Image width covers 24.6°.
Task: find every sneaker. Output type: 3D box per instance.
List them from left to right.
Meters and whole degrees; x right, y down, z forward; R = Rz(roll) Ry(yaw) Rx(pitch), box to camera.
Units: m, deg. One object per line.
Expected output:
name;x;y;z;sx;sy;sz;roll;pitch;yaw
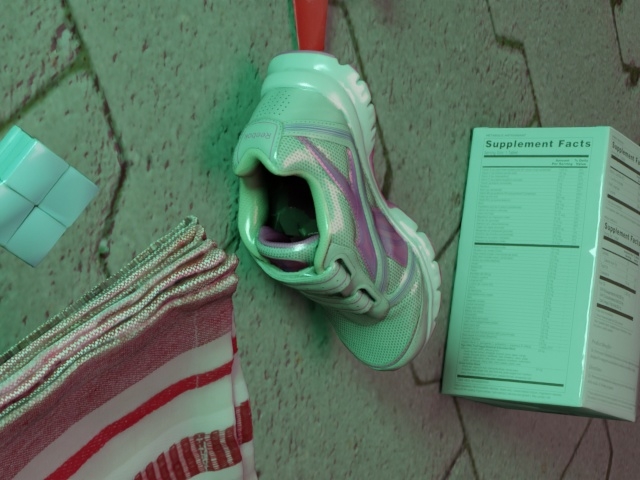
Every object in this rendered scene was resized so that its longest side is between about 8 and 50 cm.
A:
sneaker;0.000;0.000;1.021;0.111;0.103;0.252;-50;126;-39

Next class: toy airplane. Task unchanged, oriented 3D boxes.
toy airplane;0.009;-0.209;1.075;0.151;0.028;0.151;-3;93;-58

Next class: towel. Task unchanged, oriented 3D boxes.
towel;-0.120;0.166;0.724;0.237;0.037;0.329;-39;147;-27

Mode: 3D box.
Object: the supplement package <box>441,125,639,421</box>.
supplement package;0.211;0.030;1.316;0.134;0.139;0.244;21;75;-56

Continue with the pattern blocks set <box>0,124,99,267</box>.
pattern blocks set;-0.232;0.071;0.551;0.285;0.026;0.325;25;98;-53
